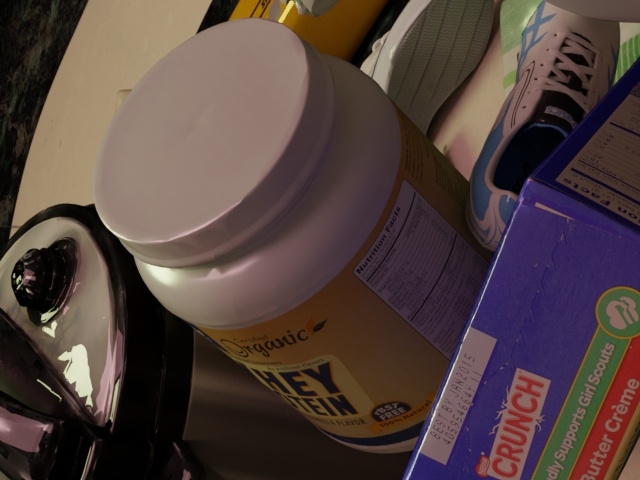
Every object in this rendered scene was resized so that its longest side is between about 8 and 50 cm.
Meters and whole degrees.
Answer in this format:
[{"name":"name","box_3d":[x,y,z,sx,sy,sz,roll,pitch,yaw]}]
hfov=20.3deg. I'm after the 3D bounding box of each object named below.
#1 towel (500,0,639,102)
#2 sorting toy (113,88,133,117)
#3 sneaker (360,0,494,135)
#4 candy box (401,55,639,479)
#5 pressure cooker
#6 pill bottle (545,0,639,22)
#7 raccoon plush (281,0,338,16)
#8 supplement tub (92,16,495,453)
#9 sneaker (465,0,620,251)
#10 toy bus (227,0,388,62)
[{"name":"towel","box_3d":[0.210,-0.098,1.439,0.248,0.038,0.325,-37,46,57]},{"name":"sorting toy","box_3d":[-0.127,-0.007,1.921,0.089,0.255,0.257,-1,77,27]},{"name":"sneaker","box_3d":[0.079,-0.165,1.688,0.258,0.094,0.091,-60,34,36]},{"name":"candy box","box_3d":[0.172,0.053,1.145,0.317,0.122,0.268,-40,-26,-61]},{"name":"pressure cooker","box_3d":[-0.157,0.155,1.613,0.370,0.420,0.376,-31,53,45]},{"name":"pill bottle","box_3d":[0.234,-0.314,1.305,0.160,0.160,0.283,-19,56,63]},{"name":"raccoon plush","box_3d":[0.042,-0.445,1.487,0.446,0.299,0.216,-44,-9,-19]},{"name":"supplement tub","box_3d":[0.000,0.000,1.356,0.228,0.316,0.228,-23,46,26]},{"name":"sneaker","box_3d":[0.176,-0.099,1.321,0.237,0.085,0.086,-68,13,-23]},{"name":"toy bus","box_3d":[-0.024,-0.231,1.932,0.333,0.108,0.130,-56,34,40]}]
